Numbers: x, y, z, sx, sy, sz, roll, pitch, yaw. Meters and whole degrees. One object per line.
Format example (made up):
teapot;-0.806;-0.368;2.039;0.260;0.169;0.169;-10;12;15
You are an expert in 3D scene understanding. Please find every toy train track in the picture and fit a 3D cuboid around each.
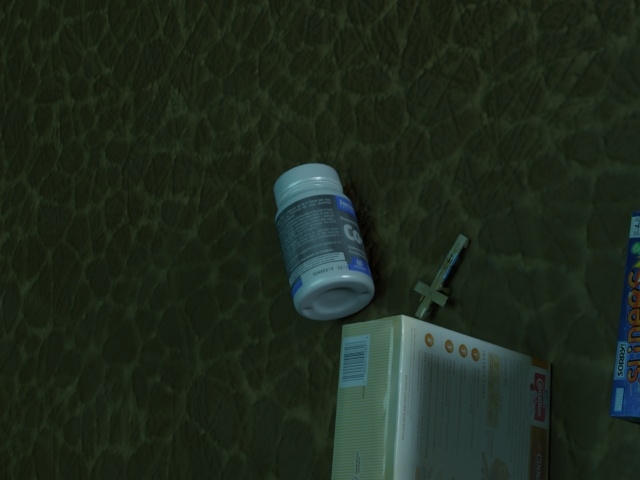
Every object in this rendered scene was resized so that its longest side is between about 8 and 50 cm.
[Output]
toy train track;0.111;0.034;1.344;0.048;0.014;0.083;32;94;55

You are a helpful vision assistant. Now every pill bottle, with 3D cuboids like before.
pill bottle;0.000;0.000;1.426;0.078;0.078;0.137;-37;52;33

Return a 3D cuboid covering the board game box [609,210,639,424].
board game box;0.274;0.070;1.011;0.035;0.201;0.136;-4;72;47

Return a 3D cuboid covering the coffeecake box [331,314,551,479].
coffeecake box;0.099;0.150;1.182;0.068;0.185;0.142;-13;66;44
